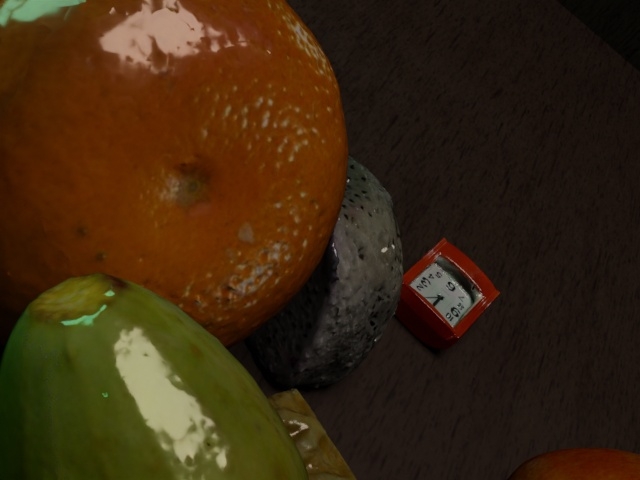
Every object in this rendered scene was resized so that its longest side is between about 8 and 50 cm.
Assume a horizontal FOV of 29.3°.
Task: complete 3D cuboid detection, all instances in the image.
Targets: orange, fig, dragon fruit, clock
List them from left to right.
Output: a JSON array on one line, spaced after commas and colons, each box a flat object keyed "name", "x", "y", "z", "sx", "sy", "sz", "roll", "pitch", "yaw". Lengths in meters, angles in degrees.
[{"name": "orange", "x": -0.184, "y": -0.079, "z": 1.169, "sx": 0.423, "sy": 0.424, "sz": 0.326, "roll": 18, "pitch": 0, "yaw": -33}, {"name": "fig", "x": -0.141, "y": 0.183, "z": 0.981, "sx": 0.258, "sy": 0.258, "sz": 0.326, "roll": -31, "pitch": 107, "yaw": -57}, {"name": "dragon fruit", "x": 0.000, "y": 0.000, "z": 1.429, "sx": 0.204, "sy": 0.221, "sz": 0.283, "roll": -9, "pitch": 55, "yaw": -44}, {"name": "clock", "x": 0.162, "y": 0.077, "z": 1.654, "sx": 0.113, "sy": 0.061, "sz": 0.155, "roll": 45, "pitch": 36, "yaw": 6}]

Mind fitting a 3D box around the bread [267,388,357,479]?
[{"name": "bread", "x": -0.019, "y": 0.278, "z": 1.153, "sx": 0.152, "sy": 0.130, "sz": 0.268, "roll": -29, "pitch": 68, "yaw": -13}]

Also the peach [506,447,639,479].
[{"name": "peach", "x": 0.314, "y": 0.352, "z": 1.287, "sx": 0.289, "sy": 0.289, "sz": 0.308, "roll": 2, "pitch": 56, "yaw": -46}]
